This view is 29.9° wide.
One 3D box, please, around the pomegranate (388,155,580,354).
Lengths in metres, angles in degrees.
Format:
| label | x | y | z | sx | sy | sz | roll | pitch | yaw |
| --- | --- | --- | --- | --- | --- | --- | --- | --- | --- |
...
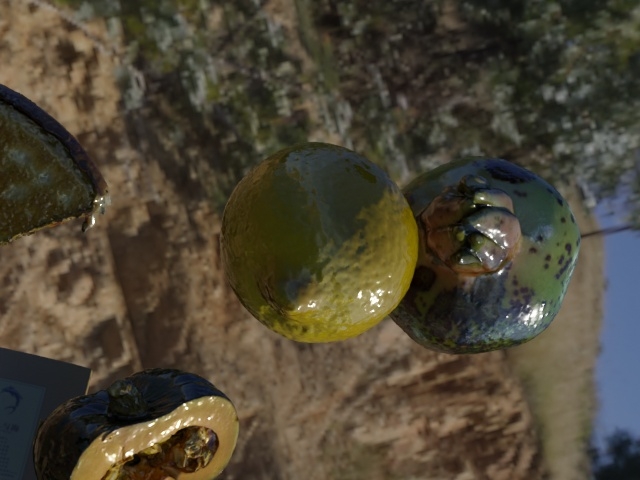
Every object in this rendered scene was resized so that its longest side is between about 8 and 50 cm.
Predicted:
| label | x | y | z | sx | sy | sz | roll | pitch | yaw |
| --- | --- | --- | --- | --- | --- | --- | --- | --- | --- |
| pomegranate | 0.148 | -0.004 | 1.252 | 0.204 | 0.222 | 0.276 | 44 | -5 | 41 |

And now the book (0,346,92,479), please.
| label | x | y | z | sx | sy | sz | roll | pitch | yaw |
| --- | --- | --- | --- | --- | --- | --- | --- | --- | --- |
| book | -0.579 | 0.362 | 2.153 | 0.032 | 0.269 | 0.389 | 114 | -12 | -47 |

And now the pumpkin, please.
| label | x | y | z | sx | sy | sz | roll | pitch | yaw |
| --- | --- | --- | --- | --- | --- | --- | --- | --- | --- |
| pumpkin | -0.285 | 0.298 | 1.835 | 0.139 | 0.317 | 0.221 | 21 | -56 | 52 |

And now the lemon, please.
| label | x | y | z | sx | sy | sz | roll | pitch | yaw |
| --- | --- | --- | --- | --- | --- | --- | --- | --- | --- |
| lemon | 0.000 | 0.000 | 1.121 | 0.244 | 0.187 | 0.187 | -68 | 151 | -56 |

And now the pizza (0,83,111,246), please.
| label | x | y | z | sx | sy | sz | roll | pitch | yaw |
| --- | --- | --- | --- | --- | --- | --- | --- | --- | --- |
| pizza | -0.417 | -0.060 | 1.642 | 0.074 | 0.251 | 0.287 | -60 | 168 | -77 |
